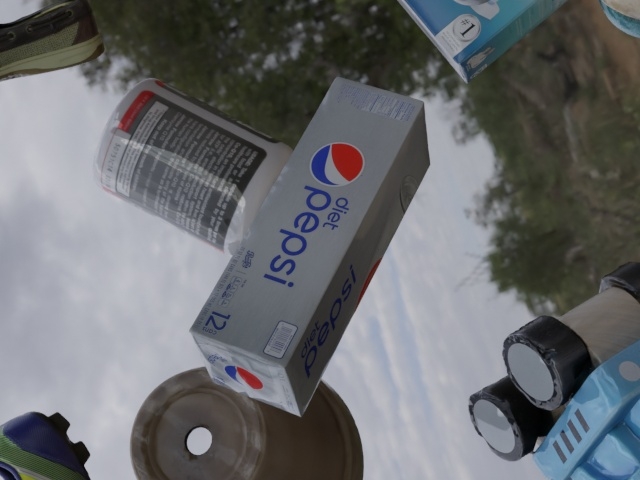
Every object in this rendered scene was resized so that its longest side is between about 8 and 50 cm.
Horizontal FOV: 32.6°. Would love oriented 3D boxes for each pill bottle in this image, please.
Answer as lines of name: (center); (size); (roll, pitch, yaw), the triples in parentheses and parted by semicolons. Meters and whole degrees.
pill bottle: (-0.130, -0.077, 1.393); (0.283, 0.161, 0.161); (28, -174, 8)

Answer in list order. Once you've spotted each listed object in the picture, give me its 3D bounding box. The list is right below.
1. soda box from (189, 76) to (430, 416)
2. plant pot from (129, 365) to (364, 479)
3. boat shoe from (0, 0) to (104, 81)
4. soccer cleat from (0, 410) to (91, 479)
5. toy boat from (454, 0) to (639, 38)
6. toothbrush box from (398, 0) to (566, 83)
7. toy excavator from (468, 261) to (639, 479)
soda box: (0.000, 0.000, 0.948); (0.286, 0.091, 0.098); (-61, -22, -27)
plant pot: (-0.124, 0.296, 1.523); (0.280, 0.323, 0.323); (52, -161, -66)
boat shoe: (-0.333, -0.197, 1.098); (0.080, 0.223, 0.074); (-138, 36, -65)
soccer cleat: (-0.263, 0.319, 1.163); (0.121, 0.093, 0.289); (-37, -85, -39)
toy boat: (0.269, -0.270, 1.011); (0.148, 0.318, 0.268); (89, -164, -45)
toothbrush box: (0.224, -0.378, 1.350); (0.216, 0.295, 0.126); (51, -171, 10)
toy excavator: (0.438, 0.233, 1.295); (0.445, 0.222, 0.433); (50, 150, 24)
